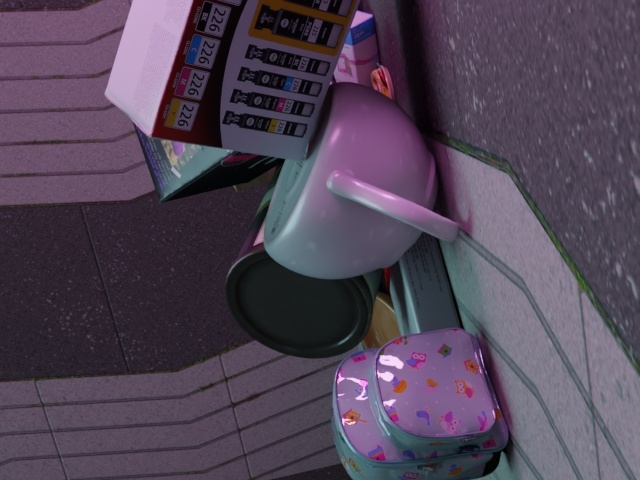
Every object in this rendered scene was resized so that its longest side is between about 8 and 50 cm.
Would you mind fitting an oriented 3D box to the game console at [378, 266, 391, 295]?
[{"bbox_3d":[0.122,0.048,1.858,0.342,0.060,0.386,-100,0,-52],"label":"game console"}]

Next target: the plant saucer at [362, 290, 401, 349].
[{"bbox_3d":[0.124,0.162,1.674,0.200,0.037,0.200,47,154,31],"label":"plant saucer"}]

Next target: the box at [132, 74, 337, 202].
[{"bbox_3d":[-0.116,-0.168,1.456,0.270,0.165,0.143,-25,83,51],"label":"box"}]

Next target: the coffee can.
[{"bbox_3d":[0.000,0.000,1.505,0.275,0.202,0.201,-70,-24,-48],"label":"coffee can"}]

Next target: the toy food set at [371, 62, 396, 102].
[{"bbox_3d":[0.090,-0.209,1.504,0.082,0.020,0.083,94,164,-82],"label":"toy food set"}]

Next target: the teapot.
[{"bbox_3d":[0.057,-0.054,1.260,0.252,0.187,0.256,124,163,-47],"label":"teapot"}]

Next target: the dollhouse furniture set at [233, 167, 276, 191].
[{"bbox_3d":[-0.069,-0.266,1.773,0.303,0.286,0.198,-127,22,-56],"label":"dollhouse furniture set"}]

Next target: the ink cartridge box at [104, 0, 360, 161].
[{"bbox_3d":[-0.051,-0.257,1.165,0.130,0.272,0.309,40,117,45],"label":"ink cartridge box"}]

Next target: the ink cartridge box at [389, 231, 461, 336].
[{"bbox_3d":[0.150,0.140,1.438,0.239,0.060,0.275,79,179,-66],"label":"ink cartridge box"}]

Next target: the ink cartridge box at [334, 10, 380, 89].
[{"bbox_3d":[0.038,-0.275,1.565,0.088,0.052,0.122,25,140,40],"label":"ink cartridge box"}]

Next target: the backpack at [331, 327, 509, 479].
[{"bbox_3d":[0.104,0.191,1.202,0.144,0.188,0.165,81,177,-58],"label":"backpack"}]
